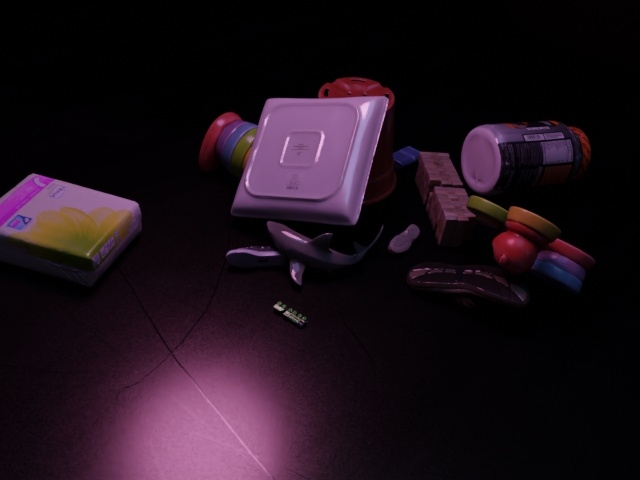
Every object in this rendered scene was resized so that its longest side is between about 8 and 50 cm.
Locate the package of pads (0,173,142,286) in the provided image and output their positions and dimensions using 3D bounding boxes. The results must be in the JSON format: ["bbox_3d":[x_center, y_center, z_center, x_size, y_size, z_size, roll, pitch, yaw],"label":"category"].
[{"bbox_3d":[-0.580,-0.030,1.412,0.296,0.101,0.229,16,38,8],"label":"package of pads"}]

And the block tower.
[{"bbox_3d":[0.338,-0.119,1.729,0.091,0.097,0.335,3,39,-8],"label":"block tower"}]

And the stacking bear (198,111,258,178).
[{"bbox_3d":[-0.163,-0.215,1.708,0.289,0.164,0.175,32,42,21],"label":"stacking bear"}]

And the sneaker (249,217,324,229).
[{"bbox_3d":[-0.073,-0.083,1.607,0.221,0.083,0.087,1,32,-14],"label":"sneaker"}]

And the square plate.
[{"bbox_3d":[-0.036,-0.210,1.524,0.347,0.049,0.344,5,69,27],"label":"square plate"}]

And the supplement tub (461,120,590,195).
[{"bbox_3d":[0.605,-0.245,1.856,0.338,0.207,0.207,-7,39,-21],"label":"supplement tub"}]

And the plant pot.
[{"bbox_3d":[0.087,-0.280,1.721,0.272,0.265,0.272,2,42,-1],"label":"plant pot"}]

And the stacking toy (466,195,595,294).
[{"bbox_3d":[0.468,0.024,1.497,0.309,0.130,0.279,29,1,-34],"label":"stacking toy"}]

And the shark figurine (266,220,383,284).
[{"bbox_3d":[0.025,0.015,1.452,0.278,0.116,0.166,7,46,-21],"label":"shark figurine"}]

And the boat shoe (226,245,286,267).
[{"bbox_3d":[-0.150,0.034,1.461,0.142,0.049,0.040,3,39,-20],"label":"boat shoe"}]

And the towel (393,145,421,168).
[{"bbox_3d":[0.260,-0.253,1.943,0.067,0.029,0.119,33,42,29],"label":"towel"}]

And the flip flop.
[{"bbox_3d":[0.333,0.114,1.438,0.277,0.080,0.112,5,31,22],"label":"flip flop"}]

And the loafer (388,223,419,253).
[{"bbox_3d":[0.206,0.003,1.591,0.045,0.039,0.125,52,49,0],"label":"loafer"}]

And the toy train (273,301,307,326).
[{"bbox_3d":[-0.065,0.157,1.339,0.083,0.017,0.024,29,51,25],"label":"toy train"}]
